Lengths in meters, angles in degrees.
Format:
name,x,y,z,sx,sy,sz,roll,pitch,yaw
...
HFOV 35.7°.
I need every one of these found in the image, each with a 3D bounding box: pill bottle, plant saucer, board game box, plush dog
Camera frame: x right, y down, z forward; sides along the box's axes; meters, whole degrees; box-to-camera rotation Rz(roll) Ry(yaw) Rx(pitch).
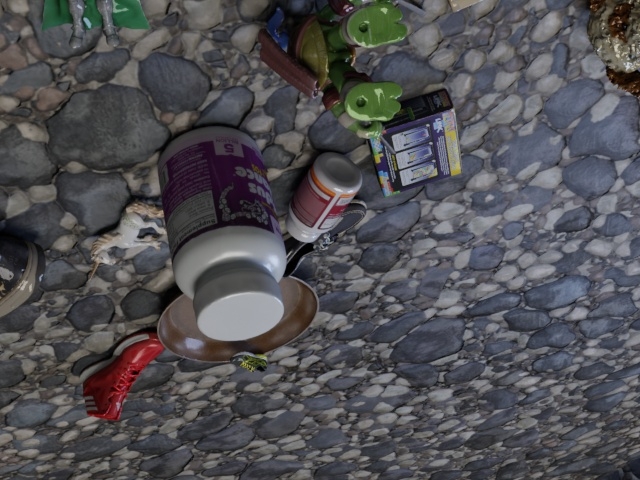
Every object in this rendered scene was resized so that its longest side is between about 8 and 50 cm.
name,x,y,z,sx,sy,sz,roll,pitch,yaw
pill bottle,0.000,-0.067,1.640,0.086,0.086,0.152,6,140,-28
plant saucer,-0.158,0.134,1.893,0.311,0.050,0.310,-10,144,-7
board game box,0.151,-0.156,1.609,0.141,0.048,0.170,-18,145,0
pill bottle,-0.142,-0.010,1.475,0.169,0.301,0.169,-10,145,-7
plush dog,0.496,-0.326,1.428,0.225,0.210,0.262,-14,119,22

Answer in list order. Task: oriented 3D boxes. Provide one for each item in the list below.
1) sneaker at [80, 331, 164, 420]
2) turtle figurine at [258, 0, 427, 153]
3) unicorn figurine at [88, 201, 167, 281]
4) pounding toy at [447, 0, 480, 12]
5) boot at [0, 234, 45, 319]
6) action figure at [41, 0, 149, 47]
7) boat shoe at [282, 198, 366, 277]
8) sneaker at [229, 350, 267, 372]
name,x,y,z,sx,sy,sz,roll,pitch,yaw
sneaker,-0.376,0.277,1.937,0.221,0.128,0.087,-36,140,28
turtle figurine,0.073,-0.239,1.294,0.275,0.266,0.198,32,97,-19
unicorn figurine,-0.313,-0.009,1.636,0.111,0.060,0.162,6,124,-27
pounding toy,0.188,-0.358,1.285,0.141,0.130,0.100,-22,133,9
boot,-0.655,0.080,1.547,0.377,0.138,0.284,-32,143,17
action figure,-0.283,-0.335,1.186,0.137,0.063,0.232,-6,141,-8
boat shoe,0.000,0.000,1.751,0.206,0.065,0.075,-30,142,20
sneaker,-0.141,0.244,1.981,0.083,0.035,0.031,7,139,-29
